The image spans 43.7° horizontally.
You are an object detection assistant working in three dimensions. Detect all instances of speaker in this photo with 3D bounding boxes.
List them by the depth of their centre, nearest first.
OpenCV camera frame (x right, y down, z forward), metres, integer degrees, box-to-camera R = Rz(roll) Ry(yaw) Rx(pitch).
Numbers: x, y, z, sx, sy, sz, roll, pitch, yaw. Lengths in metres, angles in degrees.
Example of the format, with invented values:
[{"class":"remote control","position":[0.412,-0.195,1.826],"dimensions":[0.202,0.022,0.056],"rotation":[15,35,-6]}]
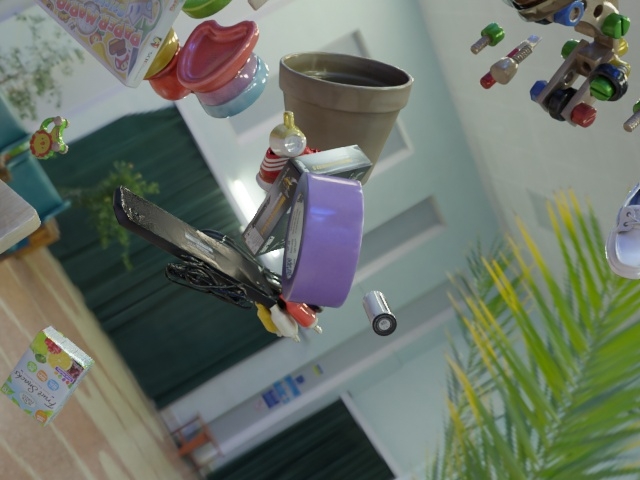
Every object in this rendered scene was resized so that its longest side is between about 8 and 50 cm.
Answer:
[{"class":"speaker","position":[0.127,0.157,1.734],"dimensions":[0.055,0.055,0.136],"rotation":[62,3,-17]}]

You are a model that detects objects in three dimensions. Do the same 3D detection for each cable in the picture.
[{"class":"cable","position":[-0.096,0.081,1.360],"dimensions":[0.287,0.140,0.072],"rotation":[44,48,-39]}]

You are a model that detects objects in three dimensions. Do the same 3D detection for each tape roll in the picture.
[{"class":"tape roll","position":[0.000,0.000,1.148],"dimensions":[0.189,0.080,0.188],"rotation":[-172,-90,-81]}]

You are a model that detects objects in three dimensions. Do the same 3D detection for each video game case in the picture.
[{"class":"video game case","position":[-0.236,-0.322,0.923],"dimensions":[0.227,0.206,0.026],"rotation":[42,19,24]}]

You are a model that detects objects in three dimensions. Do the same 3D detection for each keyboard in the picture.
[{"class":"keyboard","position":[-0.131,0.021,0.807],"dimensions":[0.192,0.038,0.100],"rotation":[32,16,-28]}]

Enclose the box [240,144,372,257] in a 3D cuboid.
[{"class":"box","position":[-0.029,-0.074,1.523],"dimensions":[0.056,0.183,0.231],"rotation":[54,-47,19]}]

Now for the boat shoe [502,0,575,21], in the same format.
[{"class":"boat shoe","position":[0.202,-0.288,0.774],"dimensions":[0.104,0.111,0.307],"rotation":[50,6,-15]}]

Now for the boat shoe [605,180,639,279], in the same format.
[{"class":"boat shoe","position":[0.677,-0.038,1.709],"dimensions":[0.098,0.277,0.096],"rotation":[15,-40,14]}]

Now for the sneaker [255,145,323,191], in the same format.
[{"class":"sneaker","position":[-0.021,-0.171,1.683],"dimensions":[0.087,0.221,0.128],"rotation":[58,-33,27]}]

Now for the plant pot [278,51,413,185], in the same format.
[{"class":"plant pot","position":[0.043,-0.287,1.960],"dimensions":[0.323,0.323,0.280],"rotation":[-132,-135,-54]}]

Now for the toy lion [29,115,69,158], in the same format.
[{"class":"toy lion","position":[-0.651,-0.244,1.908],"dimensions":[0.034,0.096,0.100],"rotation":[19,73,-70]}]

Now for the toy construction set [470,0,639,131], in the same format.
[{"class":"toy construction set","position":[0.413,-0.340,1.273],"dimensions":[0.257,0.237,0.309],"rotation":[53,-14,-21]}]

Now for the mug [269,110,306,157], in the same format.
[{"class":"mug","position":[-0.057,-0.177,1.384],"dimensions":[0.078,0.062,0.064],"rotation":[55,-5,-18]}]

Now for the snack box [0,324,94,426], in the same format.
[{"class":"snack box","position":[-0.457,0.227,1.335],"dimensions":[0.100,0.141,0.037],"rotation":[40,17,4]}]

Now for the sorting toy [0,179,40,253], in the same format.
[{"class":"sorting toy","position":[-0.512,-0.043,0.915],"dimensions":[0.255,0.257,0.089],"rotation":[36,-33,21]}]

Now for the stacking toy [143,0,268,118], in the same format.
[{"class":"stacking toy","position":[-0.173,-0.347,1.402],"dimensions":[0.309,0.279,0.130],"rotation":[25,-14,42]}]
